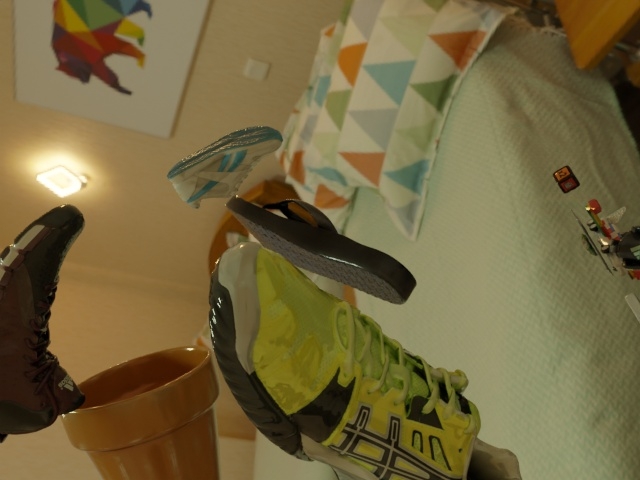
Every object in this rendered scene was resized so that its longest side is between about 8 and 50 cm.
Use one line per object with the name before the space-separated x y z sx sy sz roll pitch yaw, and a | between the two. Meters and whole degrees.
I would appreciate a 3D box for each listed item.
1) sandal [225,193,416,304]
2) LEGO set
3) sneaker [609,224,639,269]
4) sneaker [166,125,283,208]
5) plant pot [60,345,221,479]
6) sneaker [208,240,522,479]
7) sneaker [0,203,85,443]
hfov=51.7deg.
sandal | 0.001 0.001 0.737 0.054 0.254 0.097 -57 -33 -16
LEGO set | 0.348 0.024 0.743 0.060 0.182 0.244 -33 63 21
sneaker | 0.228 0.011 0.439 0.098 0.069 0.038 -151 73 -86
sneaker | -0.169 -0.141 1.244 0.228 0.092 0.087 -23 29 11
plant pot | -0.217 0.266 0.879 0.205 0.205 0.188 -170 64 -73
sneaker | 0.049 0.129 0.573 0.147 0.385 0.145 -24 36 21
sneaker | -0.312 0.107 0.746 0.281 0.162 0.106 -52 5 6
